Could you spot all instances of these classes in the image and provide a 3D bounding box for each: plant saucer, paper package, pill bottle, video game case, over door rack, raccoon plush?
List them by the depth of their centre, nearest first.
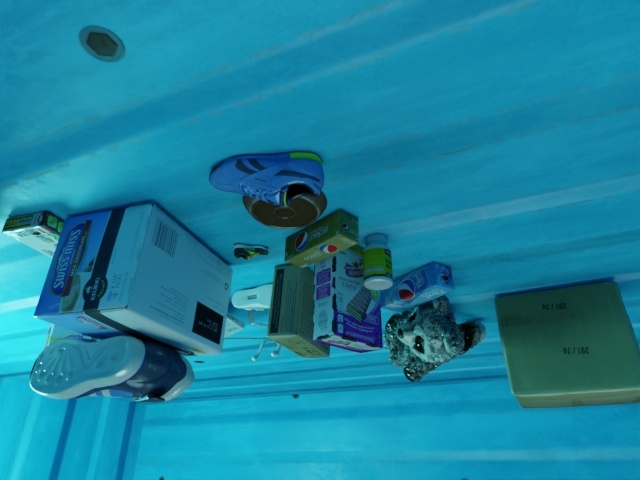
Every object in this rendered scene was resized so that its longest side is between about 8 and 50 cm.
[{"bbox_3d":[-0.071,-0.065,0.913,0.169,0.029,0.168,1,153,0],"label":"plant saucer"},{"bbox_3d":[0.126,0.047,1.025,0.065,0.116,0.065,0,153,0],"label":"pill bottle"},{"bbox_3d":[0.683,0.291,1.274,0.325,0.309,0.168,-14,145,25],"label":"paper package"},{"bbox_3d":[0.392,0.244,1.374,0.447,0.216,0.299,-18,161,-33],"label":"raccoon plush"},{"bbox_3d":[-0.362,0.251,1.466,0.183,0.023,0.201,38,139,-21],"label":"video game case"},{"bbox_3d":[-0.194,0.347,1.617,0.240,0.108,0.324,-24,143,37],"label":"over door rack"}]

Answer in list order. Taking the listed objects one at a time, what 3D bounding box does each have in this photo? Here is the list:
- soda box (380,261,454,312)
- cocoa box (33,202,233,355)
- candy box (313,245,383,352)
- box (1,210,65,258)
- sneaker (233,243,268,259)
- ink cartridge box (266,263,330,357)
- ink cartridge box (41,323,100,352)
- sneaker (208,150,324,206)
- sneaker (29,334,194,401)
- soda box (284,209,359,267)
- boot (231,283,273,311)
[{"bbox_3d":[0.254,0.130,1.236,0.071,0.067,0.210,18,147,-30],"label":"soda box"},{"bbox_3d":[-0.388,0.110,1.031,0.228,0.231,0.347,-6,152,18],"label":"cocoa box"},{"bbox_3d":[0.063,0.124,1.049,0.159,0.233,0.071,24,144,-38],"label":"candy box"},{"bbox_3d":[-0.588,0.006,1.048,0.114,0.036,0.207,-7,151,15],"label":"box"},{"bbox_3d":[-0.165,0.031,1.089,0.083,0.035,0.031,5,153,-9],"label":"sneaker"},{"bbox_3d":[-0.047,0.194,1.226,0.088,0.193,0.234,-8,151,20],"label":"ink cartridge box"},{"bbox_3d":[-0.779,0.318,1.458,0.154,0.212,0.093,21,146,-33],"label":"ink cartridge box"},{"bbox_3d":[-0.097,-0.099,0.793,0.209,0.082,0.069,-4,154,11],"label":"sneaker"},{"bbox_3d":[-0.438,0.301,1.013,0.323,0.130,0.236,-13,145,23],"label":"sneaker"},{"bbox_3d":[0.000,0.000,0.998,0.058,0.061,0.181,24,145,-36],"label":"soda box"},{"bbox_3d":[-0.157,0.170,1.333,0.190,0.069,0.086,-6,160,29],"label":"boot"}]
